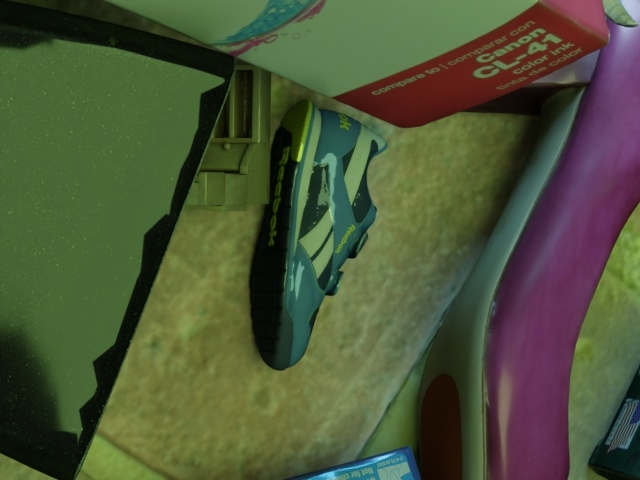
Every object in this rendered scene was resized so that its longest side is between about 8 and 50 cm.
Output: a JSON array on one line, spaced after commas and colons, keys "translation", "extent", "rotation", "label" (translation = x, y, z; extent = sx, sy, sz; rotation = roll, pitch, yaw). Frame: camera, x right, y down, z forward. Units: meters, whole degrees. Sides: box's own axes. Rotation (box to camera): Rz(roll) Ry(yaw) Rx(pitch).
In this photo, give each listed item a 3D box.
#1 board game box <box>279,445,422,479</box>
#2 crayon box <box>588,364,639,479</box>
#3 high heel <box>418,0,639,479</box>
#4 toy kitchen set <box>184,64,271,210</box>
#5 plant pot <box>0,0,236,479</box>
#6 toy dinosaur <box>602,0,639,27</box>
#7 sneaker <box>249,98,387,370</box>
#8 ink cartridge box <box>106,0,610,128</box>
[{"translation": [-0.055, 0.290, 0.771], "extent": [0.319, 0.066, 0.318], "rotation": [-13, 72, -21], "label": "board game box"}, {"translation": [0.346, 0.122, 0.960], "extent": [0.319, 0.081, 0.202], "rotation": [29, 82, -13], "label": "crayon box"}, {"translation": [0.154, 0.034, 0.870], "extent": [0.181, 0.127, 0.377], "rotation": [4, 88, -12], "label": "high heel"}, {"translation": [-0.072, -0.053, 0.815], "extent": [0.068, 0.083, 0.075], "rotation": [2, 93, 19], "label": "toy kitchen set"}, {"translation": [-0.164, -0.026, 0.704], "extent": [0.167, 0.188, 0.187], "rotation": [20, 92, -20], "label": "plant pot"}, {"translation": [0.109, -0.161, 0.852], "extent": [0.112, 0.211, 0.064], "rotation": [-33, 146, -34], "label": "toy dinosaur"}, {"translation": [0.000, 0.000, 0.852], "extent": [0.059, 0.053, 0.144], "rotation": [12, 90, -24], "label": "sneaker"}, {"translation": [-0.015, -0.201, 0.690], "extent": [0.306, 0.131, 0.226], "rotation": [18, 60, -53], "label": "ink cartridge box"}]
